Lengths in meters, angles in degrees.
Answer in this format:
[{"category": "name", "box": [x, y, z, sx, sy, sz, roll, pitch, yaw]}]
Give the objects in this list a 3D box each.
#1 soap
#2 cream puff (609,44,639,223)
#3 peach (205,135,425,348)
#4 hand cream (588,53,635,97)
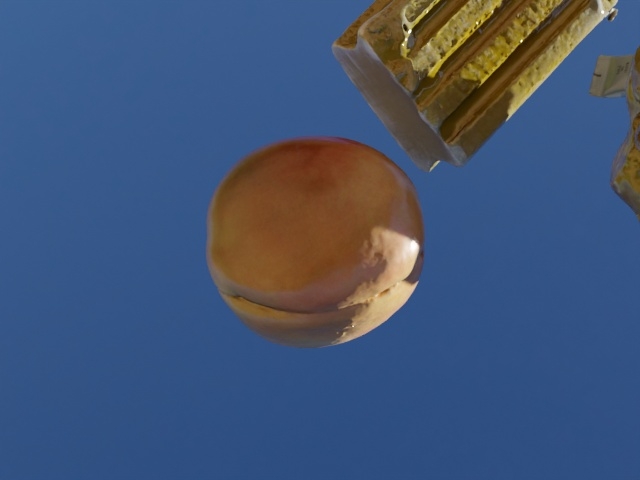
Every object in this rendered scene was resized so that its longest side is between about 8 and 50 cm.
[{"category": "soap", "box": [0.158, -0.215, 1.448, 0.274, 0.173, 0.089, -46, -160, -23]}, {"category": "cream puff", "box": [0.413, -0.080, 1.337, 0.324, 0.291, 0.257, -34, -173, 30]}, {"category": "peach", "box": [0.000, 0.000, 1.187, 0.184, 0.184, 0.184, -21, -138, 20]}, {"category": "hand cream", "box": [0.474, -0.210, 1.816, 0.271, 0.058, 0.091, 0, -137, 22]}]
